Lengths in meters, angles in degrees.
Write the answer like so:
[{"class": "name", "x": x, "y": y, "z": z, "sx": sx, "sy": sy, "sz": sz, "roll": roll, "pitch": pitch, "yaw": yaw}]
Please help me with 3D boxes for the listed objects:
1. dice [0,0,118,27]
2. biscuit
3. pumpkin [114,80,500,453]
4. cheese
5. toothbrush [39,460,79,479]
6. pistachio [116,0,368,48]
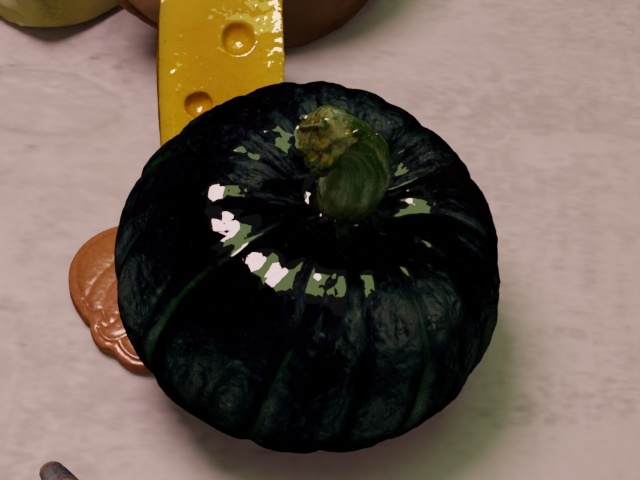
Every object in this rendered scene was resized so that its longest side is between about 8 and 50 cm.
[{"class": "dice", "x": -0.227, "y": -0.292, "z": 1.081, "sx": 0.169, "sy": 0.169, "sz": 0.166, "roll": 37, "pitch": 59, "yaw": 23}, {"class": "biscuit", "x": -0.120, "y": 0.038, "z": 0.926, "sx": 0.102, "sy": 0.019, "sz": 0.130, "roll": -31, "pitch": 60, "yaw": -22}, {"class": "pumpkin", "x": 0.000, "y": 0.000, "z": 0.819, "sx": 0.248, "sy": 0.248, "sz": 0.248, "roll": 1, "pitch": 52, "yaw": -1}, {"class": "cheese", "x": -0.074, "y": -0.082, "z": 0.982, "sx": 0.093, "sy": 0.126, "sz": 0.171, "roll": -1, "pitch": 70, "yaw": -9}, {"class": "toothbrush", "x": -0.076, "y": 0.242, "z": 0.766, "sx": 0.023, "sy": 0.031, "sz": 0.321, "roll": -26, "pitch": 53, "yaw": -31}, {"class": "pistachio", "x": -0.055, "y": -0.245, "z": 1.040, "sx": 0.260, "sy": 0.213, "sz": 0.163, "roll": -28, "pitch": 20, "yaw": -18}]
